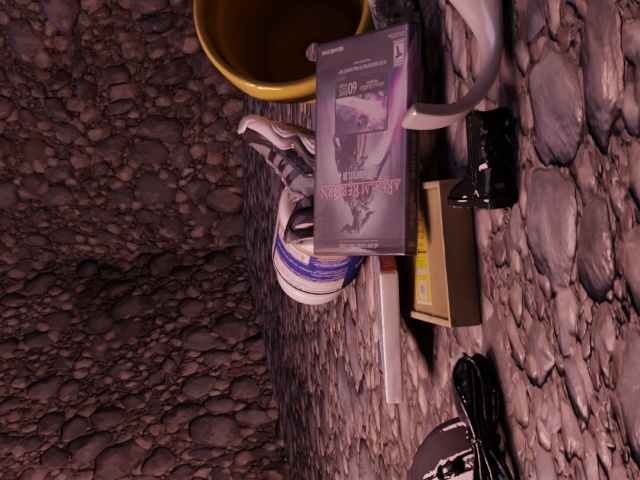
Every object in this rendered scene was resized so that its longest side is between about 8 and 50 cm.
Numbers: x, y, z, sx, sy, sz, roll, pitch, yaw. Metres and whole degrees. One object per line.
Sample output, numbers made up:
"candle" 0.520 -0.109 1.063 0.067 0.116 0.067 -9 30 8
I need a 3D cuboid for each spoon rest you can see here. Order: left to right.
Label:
"spoon rest" 0.141 -0.239 1.172 0.137 0.084 0.276 138 142 -76

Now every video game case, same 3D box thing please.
"video game case" 0.055 -0.118 1.474 0.196 0.026 0.274 -1 87 56
"video game case" 0.087 0.057 1.641 0.285 0.025 0.204 -94 -1 -61

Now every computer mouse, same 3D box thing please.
"computer mouse" 0.149 0.259 1.366 0.272 0.072 0.188 102 161 -61

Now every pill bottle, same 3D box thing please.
"pill bottle" 0.000 0.000 1.926 0.265 0.153 0.153 106 158 -65

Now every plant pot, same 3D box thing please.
"plant pot" -0.030 -0.306 1.724 0.239 0.254 0.254 39 -136 -75

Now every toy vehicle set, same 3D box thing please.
"toy vehicle set" 0.134 0.014 1.451 0.267 0.035 0.166 -176 82 -81

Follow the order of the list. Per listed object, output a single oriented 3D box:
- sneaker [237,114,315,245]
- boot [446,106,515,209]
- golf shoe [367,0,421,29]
"sneaker" -0.031 -0.074 1.643 0.268 0.101 0.153 25 100 38
"boot" 0.160 -0.082 1.208 0.121 0.045 0.099 -171 74 -74
"golf shoe" 0.082 -0.311 1.534 0.086 0.069 0.176 90 173 -64
